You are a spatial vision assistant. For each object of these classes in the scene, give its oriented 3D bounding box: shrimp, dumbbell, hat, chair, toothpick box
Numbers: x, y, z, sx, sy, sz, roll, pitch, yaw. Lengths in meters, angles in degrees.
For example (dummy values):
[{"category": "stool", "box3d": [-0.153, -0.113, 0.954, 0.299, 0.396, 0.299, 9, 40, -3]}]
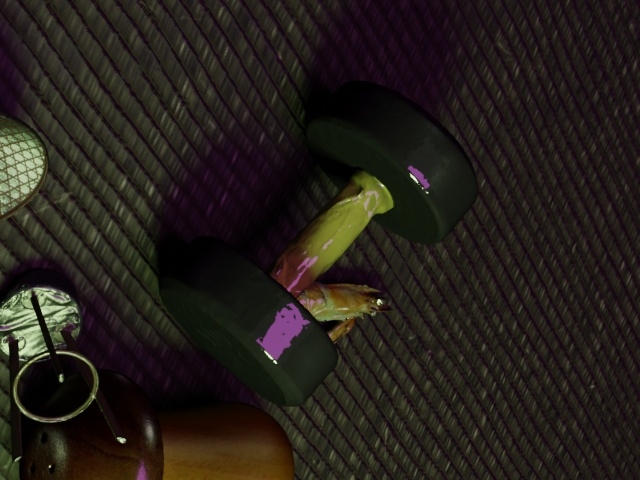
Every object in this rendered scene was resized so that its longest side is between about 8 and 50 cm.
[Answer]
[{"category": "shrimp", "box3d": [0.015, 0.093, 1.593, 0.180, 0.041, 0.099, -7, 111, -38]}, {"category": "dumbbell", "box3d": [0.000, 0.000, 1.441, 0.322, 0.204, 0.204, -48, 129, -16]}, {"category": "hat", "box3d": [-0.350, -0.087, 1.215, 0.193, 0.082, 0.193, -15, 151, -9]}, {"category": "chair", "box3d": [-0.267, 0.120, 1.286, 0.095, 0.221, 0.104, -30, 125, 1]}, {"category": "toothpick box", "box3d": [-0.173, 0.237, 1.403, 0.294, 0.192, 0.192, 13, 97, -48]}]
